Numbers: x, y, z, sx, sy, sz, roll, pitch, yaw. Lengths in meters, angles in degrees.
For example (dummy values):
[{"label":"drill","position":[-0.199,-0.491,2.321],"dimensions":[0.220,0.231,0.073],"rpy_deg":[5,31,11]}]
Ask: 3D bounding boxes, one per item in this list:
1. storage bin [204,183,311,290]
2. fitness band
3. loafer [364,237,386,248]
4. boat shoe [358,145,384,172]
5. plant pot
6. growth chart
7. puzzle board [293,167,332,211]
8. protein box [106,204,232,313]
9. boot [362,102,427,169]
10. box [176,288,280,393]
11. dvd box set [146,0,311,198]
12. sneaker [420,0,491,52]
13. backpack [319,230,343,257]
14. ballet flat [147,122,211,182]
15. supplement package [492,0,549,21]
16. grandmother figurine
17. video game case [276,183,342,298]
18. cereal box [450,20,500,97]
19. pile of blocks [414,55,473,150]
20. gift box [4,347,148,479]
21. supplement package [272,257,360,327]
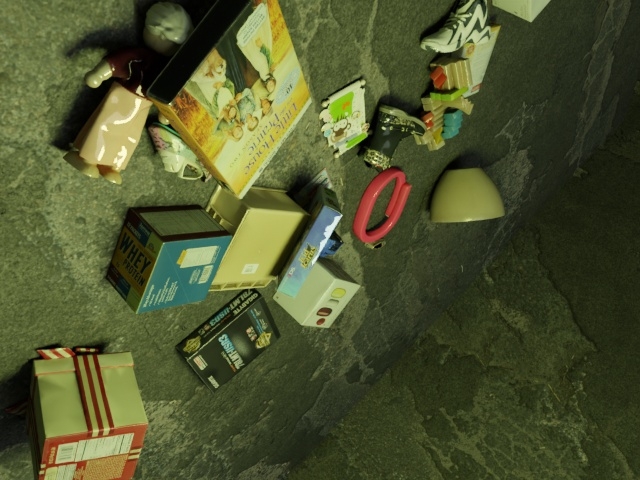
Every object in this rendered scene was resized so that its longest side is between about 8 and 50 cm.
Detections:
[{"label":"storage bin","position":[-0.194,-0.004,1.598],"dimensions":[0.262,0.123,0.260],"rpy_deg":[1,124,-56]},{"label":"fitness band","position":[0.210,-0.121,2.105],"dimensions":[0.209,0.054,0.290],"rpy_deg":[-19,138,-39]},{"label":"loafer","position":[0.212,0.018,2.278],"dimensions":[0.125,0.039,0.045],"rpy_deg":[-4,127,-53]},{"label":"boat shoe","position":[0.155,-0.243,1.879],"dimensions":[0.042,0.049,0.133],"rpy_deg":[-54,144,-1]},{"label":"plant pot","position":[0.556,-0.182,2.336],"dimensions":[0.284,0.284,0.190],"rpy_deg":[-13,100,-48]},{"label":"growth chart","position":[0.072,-0.333,1.685],"dimensions":[0.172,0.021,0.237],"rpy_deg":[-40,149,-16]},{"label":"puzzle board","position":[-0.019,-0.144,1.791],"dimensions":[0.128,0.011,0.096],"rpy_deg":[-44,151,-11]},{"label":"protein box","position":[-0.350,0.039,1.412],"dimensions":[0.201,0.136,0.199],"rpy_deg":[-7,130,-52]},{"label":"boot","position":[0.222,-0.300,1.832],"dimensions":[0.236,0.085,0.178],"rpy_deg":[11,103,-53]},{"label":"box","position":[-0.279,0.317,1.916],"dimensions":[0.293,0.073,0.295],"rpy_deg":[-40,150,-18]},{"label":"dvd box set","position":[-0.160,-0.293,1.250],"dimensions":[0.307,0.062,0.420],"rpy_deg":[-55,161,-11]},{"label":"sneaker","position":[0.383,-0.624,1.715],"dimensions":[0.235,0.094,0.153],"rpy_deg":[-15,121,-17]},{"label":"backpack","position":[0.000,0.000,1.900],"dimensions":[0.101,0.098,0.120],"rpy_deg":[-51,153,10]},{"label":"ballet flat","position":[-0.293,-0.174,1.297],"dimensions":[0.221,0.077,0.079],"rpy_deg":[30,80,-64]},{"label":"supplement package","position":[0.602,-0.806,1.734],"dimensions":[0.204,0.145,0.262],"rpy_deg":[-48,151,-4]},{"label":"grandmother figurine","position":[-0.340,-0.275,1.103],"dimensions":[0.342,0.104,0.208],"rpy_deg":[-58,164,8]},{"label":"video game case","position":[-0.035,-0.004,1.703],"dimensions":[0.269,0.061,0.244],"rpy_deg":[-60,-169,15]},{"label":"cereal box","position":[0.473,-0.565,1.943],"dimensions":[0.173,0.047,0.240],"rpy_deg":[-28,145,-33]},{"label":"pile of blocks","position":[0.376,-0.400,1.899],"dimensions":[0.113,0.149,0.362],"rpy_deg":[-35,149,-26]},{"label":"gift box","position":[-0.574,0.406,1.426],"dimensions":[0.276,0.258,0.255],"rpy_deg":[6,124,-34]},{"label":"supplement package","position":[-0.010,0.171,2.035],"dimensions":[0.194,0.149,0.203],"rpy_deg":[-54,152,9]}]
